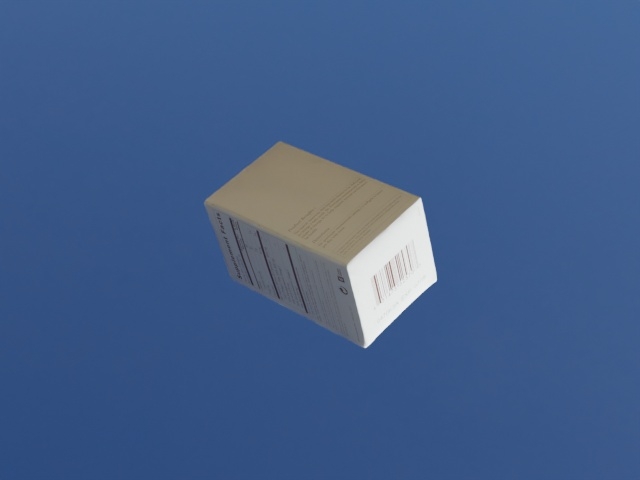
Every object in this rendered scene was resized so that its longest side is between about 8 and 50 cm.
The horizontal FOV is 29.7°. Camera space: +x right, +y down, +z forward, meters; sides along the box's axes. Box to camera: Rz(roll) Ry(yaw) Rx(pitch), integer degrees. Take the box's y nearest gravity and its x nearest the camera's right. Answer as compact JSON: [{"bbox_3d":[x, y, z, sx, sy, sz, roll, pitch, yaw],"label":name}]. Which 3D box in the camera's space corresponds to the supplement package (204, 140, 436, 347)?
[{"bbox_3d":[0.000,0.000,1.101,0.179,0.105,0.105,25,-125,38],"label":"supplement package"}]
